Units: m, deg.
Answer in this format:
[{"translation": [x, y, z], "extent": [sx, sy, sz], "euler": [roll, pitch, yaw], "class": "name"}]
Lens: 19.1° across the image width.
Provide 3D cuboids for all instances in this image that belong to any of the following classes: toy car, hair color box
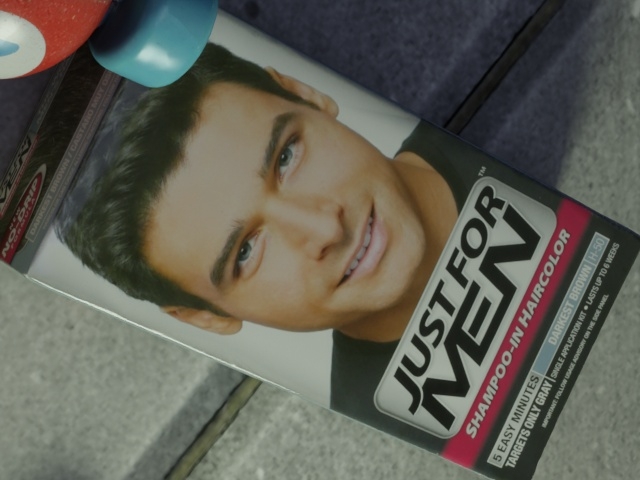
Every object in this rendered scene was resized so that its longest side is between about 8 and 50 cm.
[{"translation": [-0.217, -0.101, 0.992], "extent": [0.219, 0.210, 0.238], "euler": [22, 106, -35], "class": "toy car"}, {"translation": [0.000, 0.000, 1.167], "extent": [0.374, 0.114, 0.185], "euler": [26, 89, -29], "class": "hair color box"}]
